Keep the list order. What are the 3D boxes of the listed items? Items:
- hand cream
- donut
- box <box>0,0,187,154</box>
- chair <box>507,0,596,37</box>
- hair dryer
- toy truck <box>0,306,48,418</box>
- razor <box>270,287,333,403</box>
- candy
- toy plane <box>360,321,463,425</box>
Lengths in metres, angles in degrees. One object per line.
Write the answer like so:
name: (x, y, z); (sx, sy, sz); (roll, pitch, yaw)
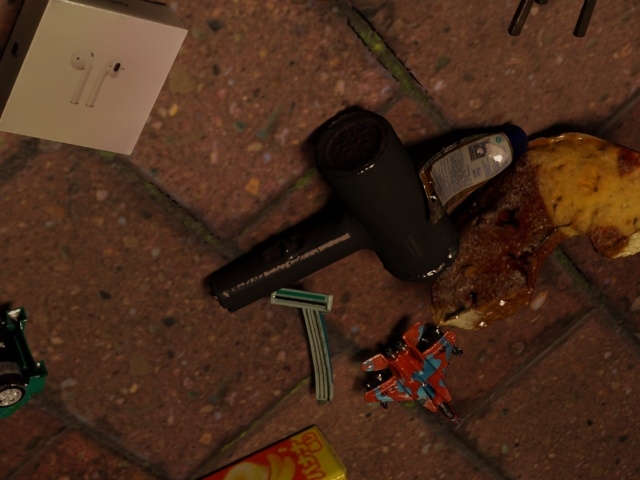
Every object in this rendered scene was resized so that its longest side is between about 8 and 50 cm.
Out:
hand cream: (0.153, -0.075, 1.508); (0.163, 0.039, 0.062); (-31, 118, -38)
donut: (0.242, -0.016, 1.589); (0.295, 0.151, 0.112); (-27, 151, 9)
box: (-0.201, -0.149, 1.256); (0.130, 0.051, 0.129); (9, 122, -37)
chair: (0.232, -0.300, 1.369); (0.101, 0.084, 0.212); (-3, 128, -34)
hair dryer: (0.000, 0.000, 1.492); (0.251, 0.089, 0.197); (-31, 137, 4)
toy truck: (-0.369, 0.141, 1.369); (0.216, 0.110, 0.116); (-14, 144, -21)
razor: (-0.005, 0.111, 1.613); (0.068, 0.037, 0.191); (9, 142, 18)
candy: (-0.097, 0.339, 1.716); (0.276, 0.088, 0.146); (-25, 137, -11)
toy plane: (0.121, 0.166, 1.721); (0.130, 0.061, 0.189); (-38, 141, 2)
